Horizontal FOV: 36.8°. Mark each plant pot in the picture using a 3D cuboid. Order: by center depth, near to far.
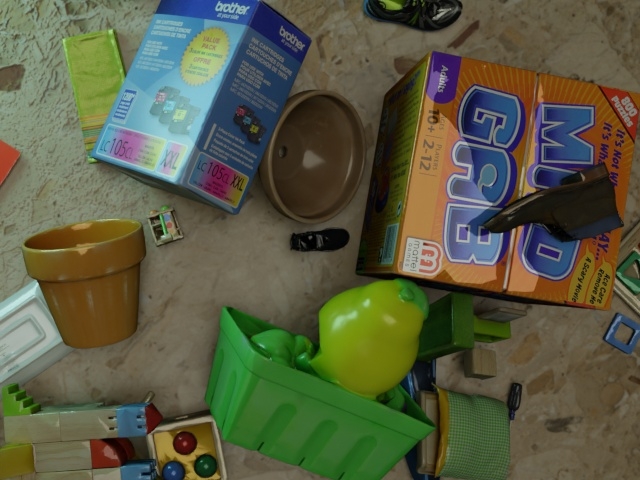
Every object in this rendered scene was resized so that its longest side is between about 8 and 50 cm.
[{"bbox_3d":[-0.395,0.077,1.664,0.205,0.205,0.188,-9,105,-8],"label":"plant pot"},{"bbox_3d":[-0.035,-0.154,1.731,0.237,0.110,0.237,-12,108,-41],"label":"plant pot"}]

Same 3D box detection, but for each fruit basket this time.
[{"bbox_3d":[0.029,0.198,1.605,0.392,0.283,0.392,-5,107,-17],"label":"fruit basket"}]

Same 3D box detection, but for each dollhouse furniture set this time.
[{"bbox_3d":[0.278,0.266,1.694,0.197,0.151,0.301,11,67,-24],"label":"dollhouse furniture set"}]

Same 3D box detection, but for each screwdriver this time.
[{"bbox_3d":[0.363,0.355,1.829,0.025,0.024,0.170,5,88,21],"label":"screwdriver"}]

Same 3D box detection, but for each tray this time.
[{"bbox_3d":[-0.567,0.196,1.707,0.270,0.030,0.145,-35,93,-8],"label":"tray"}]

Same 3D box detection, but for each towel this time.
[{"bbox_3d":[-0.397,-0.262,1.754,0.102,0.021,0.237,-13,89,-9],"label":"towel"}]

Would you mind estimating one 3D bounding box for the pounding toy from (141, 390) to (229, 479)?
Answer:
[{"bbox_3d":[-0.280,0.359,1.705,0.206,0.094,0.181,-11,89,-8],"label":"pounding toy"}]

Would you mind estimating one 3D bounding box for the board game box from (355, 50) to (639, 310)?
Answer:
[{"bbox_3d":[0.288,-0.085,1.668,0.356,0.356,0.356,10,87,-7],"label":"board game box"}]

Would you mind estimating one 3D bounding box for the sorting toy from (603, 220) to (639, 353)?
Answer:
[{"bbox_3d":[0.663,0.059,1.868,0.196,0.047,0.348,45,83,-4],"label":"sorting toy"}]

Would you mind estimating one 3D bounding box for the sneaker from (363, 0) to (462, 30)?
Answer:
[{"bbox_3d":[0.177,-0.438,1.809,0.188,0.078,0.067,5,87,-8],"label":"sneaker"}]

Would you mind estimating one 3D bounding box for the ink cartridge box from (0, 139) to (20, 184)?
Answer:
[{"bbox_3d":[-0.773,-0.135,1.664,0.385,0.091,0.308,33,84,-4],"label":"ink cartridge box"}]

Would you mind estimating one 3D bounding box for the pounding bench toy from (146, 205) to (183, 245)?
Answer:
[{"bbox_3d":[-0.280,-0.028,1.727,0.052,0.083,0.065,-19,91,-8],"label":"pounding bench toy"}]

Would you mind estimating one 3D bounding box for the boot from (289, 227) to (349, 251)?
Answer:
[{"bbox_3d":[0.000,-0.001,1.756,0.121,0.099,0.045,-5,90,-8],"label":"boot"}]

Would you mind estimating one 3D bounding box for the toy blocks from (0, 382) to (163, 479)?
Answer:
[{"bbox_3d":[-0.379,0.422,1.616,0.261,0.191,0.381,-4,89,4],"label":"toy blocks"}]

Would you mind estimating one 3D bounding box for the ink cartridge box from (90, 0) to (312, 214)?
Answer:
[{"bbox_3d":[-0.194,-0.272,1.650,0.151,0.270,0.395,31,81,-47],"label":"ink cartridge box"}]

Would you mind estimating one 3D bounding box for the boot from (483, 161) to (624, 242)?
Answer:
[{"bbox_3d":[0.359,-0.032,1.455,0.219,0.082,0.106,-24,89,-11],"label":"boot"}]

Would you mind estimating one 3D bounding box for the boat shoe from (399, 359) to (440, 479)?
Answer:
[{"bbox_3d":[0.201,0.324,1.767,0.089,0.109,0.258,-6,91,-22],"label":"boat shoe"}]
